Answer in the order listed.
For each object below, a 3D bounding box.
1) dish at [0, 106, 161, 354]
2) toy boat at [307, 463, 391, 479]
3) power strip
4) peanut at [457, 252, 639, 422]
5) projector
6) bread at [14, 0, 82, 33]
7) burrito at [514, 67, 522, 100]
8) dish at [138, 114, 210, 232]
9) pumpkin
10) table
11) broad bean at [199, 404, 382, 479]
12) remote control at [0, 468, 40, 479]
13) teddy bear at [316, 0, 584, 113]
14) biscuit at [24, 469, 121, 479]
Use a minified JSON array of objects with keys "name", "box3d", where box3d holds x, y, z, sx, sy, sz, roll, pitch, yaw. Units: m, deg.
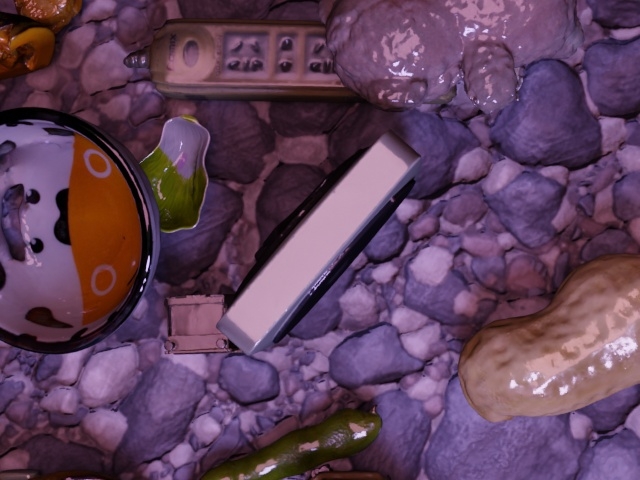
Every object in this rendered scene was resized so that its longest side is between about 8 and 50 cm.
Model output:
[{"name":"dish","box3d":[-0.294,-0.018,1.314,0.303,0.120,0.303,4,101,18]},{"name":"toy boat","box3d":[0.127,0.438,1.278,0.162,0.136,0.445,-43,86,7]},{"name":"power strip","box3d":[-0.037,-0.207,1.347,0.387,0.066,0.092,1,86,5]},{"name":"peanut","box3d":[0.300,0.098,1.278,0.318,0.147,0.148,-21,86,9]},{"name":"projector","box3d":[0.000,0.000,1.239,0.079,0.257,0.259,42,91,4]},{"name":"bread","box3d":[-0.323,-0.286,1.382,0.081,0.046,0.083,22,92,11]},{"name":"burrito","box3d":[0.211,-0.252,1.342,0.045,0.041,0.186,6,87,-37]},{"name":"dish","box3d":[-0.167,-0.078,1.365,0.091,0.039,0.137,18,90,8]},{"name":"pumpkin","box3d":[-0.397,-0.192,1.350,0.107,0.119,0.183,36,92,16]},{"name":"table","box3d":[-0.137,0.096,1.334,0.083,0.082,0.070,-2,87,5]},{"name":"broad bean","box3d":[-0.045,0.252,1.337,0.256,0.053,0.052,-25,113,3]},{"name":"remote control","box3d":[-0.361,0.386,1.365,0.098,0.038,0.234,-9,86,4]},{"name":"teddy bear","box3d":[0.139,-0.230,1.231,0.267,0.151,0.236,-29,55,2]},{"name":"biscuit","box3d":[-0.283,0.404,1.302,0.296,0.102,0.296,2,83,-13]}]
